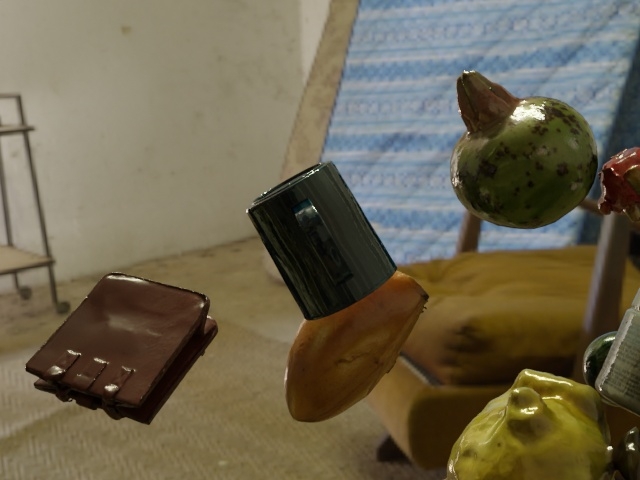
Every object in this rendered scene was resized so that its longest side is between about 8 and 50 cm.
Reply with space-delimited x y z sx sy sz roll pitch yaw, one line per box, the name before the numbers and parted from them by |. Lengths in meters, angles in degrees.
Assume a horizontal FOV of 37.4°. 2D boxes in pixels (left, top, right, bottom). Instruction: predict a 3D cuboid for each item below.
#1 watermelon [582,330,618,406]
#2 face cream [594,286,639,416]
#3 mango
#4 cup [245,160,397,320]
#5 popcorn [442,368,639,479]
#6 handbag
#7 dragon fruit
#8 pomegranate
watermelon | 0.396 0.174 1.291 0.062 0.105 0.105 6 7 -25
face cream | 0.439 0.150 1.135 0.177 0.152 0.177 24 4 -2
mango | 0.037 0.159 1.423 0.138 0.187 0.257 36 68 29
cup | 0.007 -0.005 0.992 0.113 0.138 0.150 -35 9 -29
popcorn | 0.230 0.305 1.052 0.281 0.315 0.297 2 -1 24
handbag | -0.352 0.187 1.702 0.260 0.084 0.275 12 45 21
dragon fruit | 0.433 -0.093 1.330 0.126 0.068 0.112 -51 22 -13
pomegranate | 0.263 -0.135 1.327 0.214 0.248 0.214 -37 15 11
